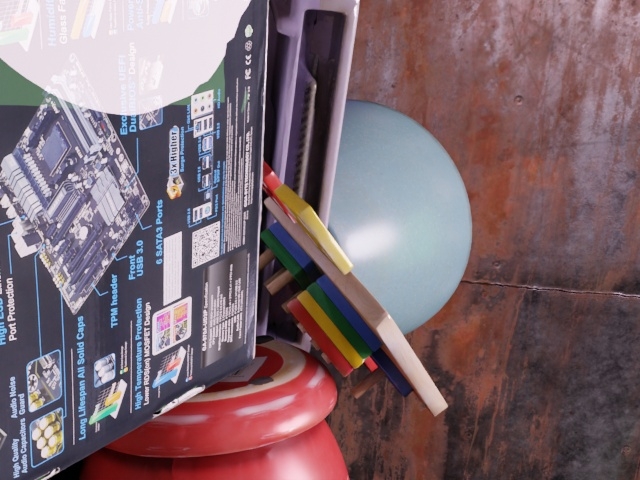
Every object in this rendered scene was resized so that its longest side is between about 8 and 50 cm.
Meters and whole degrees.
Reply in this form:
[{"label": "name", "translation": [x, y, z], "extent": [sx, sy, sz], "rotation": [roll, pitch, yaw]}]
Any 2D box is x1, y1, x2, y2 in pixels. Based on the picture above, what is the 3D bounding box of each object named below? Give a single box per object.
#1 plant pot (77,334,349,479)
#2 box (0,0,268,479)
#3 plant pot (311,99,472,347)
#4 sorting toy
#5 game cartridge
[{"label": "plant pot", "translation": [-0.072, 0.164, 0.668], "extent": [0.191, 0.191, 0.174], "rotation": [-71, 158, -76]}, {"label": "box", "translation": [-0.094, -0.023, 0.369], "extent": [0.175, 0.051, 0.220], "rotation": [-26, 129, -46]}, {"label": "plant pot", "translation": [0.000, 0.000, 1.119], "extent": [0.195, 0.290, 0.290], "rotation": [-29, 127, -63]}, {"label": "sorting toy", "translation": [0.008, 0.048, 0.658], "extent": [0.132, 0.046, 0.274], "rotation": [48, -6, 39]}, {"label": "game cartridge", "translation": [-0.029, -0.085, 0.808], "extent": [0.230, 0.068, 0.355], "rotation": [-112, -153, -61]}]
